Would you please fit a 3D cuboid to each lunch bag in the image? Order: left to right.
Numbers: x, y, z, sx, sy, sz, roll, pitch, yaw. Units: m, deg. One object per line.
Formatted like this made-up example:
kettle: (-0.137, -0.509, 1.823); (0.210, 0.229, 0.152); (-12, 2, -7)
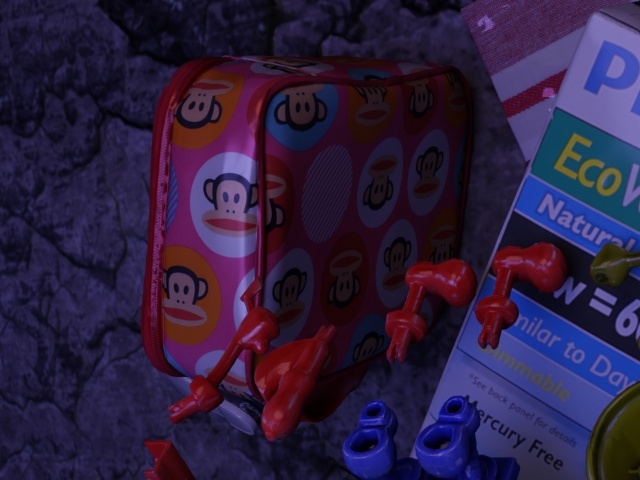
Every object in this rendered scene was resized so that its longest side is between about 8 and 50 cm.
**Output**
lunch bag: (0.000, 0.000, 0.982); (0.120, 0.293, 0.258); (10, 101, 31)

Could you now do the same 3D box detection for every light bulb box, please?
light bulb box: (0.278, 0.089, 0.790); (0.358, 0.225, 0.361); (29, 116, 22)

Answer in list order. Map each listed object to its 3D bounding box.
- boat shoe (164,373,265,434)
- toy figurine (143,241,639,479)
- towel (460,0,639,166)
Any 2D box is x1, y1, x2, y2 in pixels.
boat shoe: (-0.093, 0.129, 1.227); (0.125, 0.038, 0.046); (25, 152, 38)
toy figurine: (0.115, 0.142, 0.719); (0.362, 0.191, 0.217); (-7, 129, 26)
towel: (0.256, -0.068, 0.940); (0.237, 0.037, 0.329); (-27, 81, 34)
